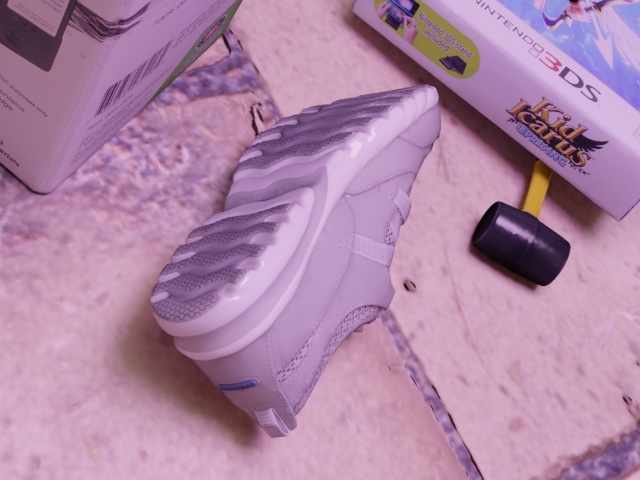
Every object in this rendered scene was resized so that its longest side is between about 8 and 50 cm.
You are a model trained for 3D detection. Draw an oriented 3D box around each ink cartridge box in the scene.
[{"bbox_3d":[-0.099,-0.180,0.656,0.115,0.273,0.198,40,51,-1],"label":"ink cartridge box"}]

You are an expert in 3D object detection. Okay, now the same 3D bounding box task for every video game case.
[{"bbox_3d":[0.193,-0.174,0.918,0.244,0.061,0.269,40,48,5],"label":"video game case"}]

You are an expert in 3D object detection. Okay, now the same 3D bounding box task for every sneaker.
[{"bbox_3d":[0.000,0.000,0.735,0.281,0.105,0.115,-51,125,-42],"label":"sneaker"}]

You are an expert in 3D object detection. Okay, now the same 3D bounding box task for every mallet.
[{"bbox_3d":[0.167,-0.043,0.867,0.062,0.039,0.189,36,48,-2],"label":"mallet"}]
